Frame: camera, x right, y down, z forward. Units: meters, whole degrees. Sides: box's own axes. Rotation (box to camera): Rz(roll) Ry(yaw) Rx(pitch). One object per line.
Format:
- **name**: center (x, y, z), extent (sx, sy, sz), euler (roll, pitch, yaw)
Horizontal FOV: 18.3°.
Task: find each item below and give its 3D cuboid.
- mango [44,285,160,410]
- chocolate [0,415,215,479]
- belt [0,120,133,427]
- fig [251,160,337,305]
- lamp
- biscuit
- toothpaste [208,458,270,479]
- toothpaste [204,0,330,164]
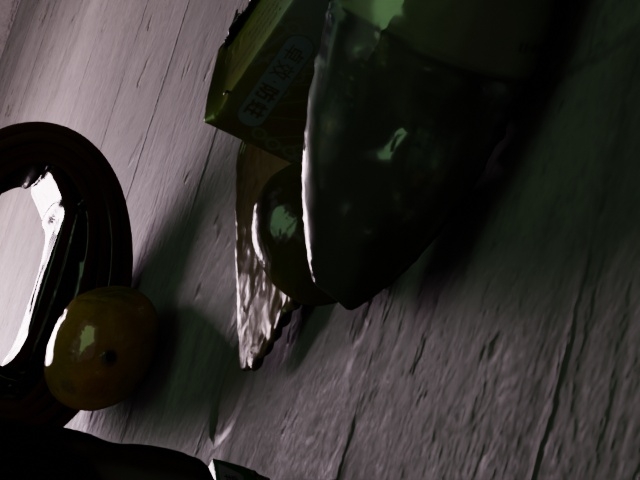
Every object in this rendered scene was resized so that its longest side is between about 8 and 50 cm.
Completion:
- **mango**: center (-0.162, 0.077, 1.450), extent (0.098, 0.075, 0.190), euler (-55, 10, -6)
- **chocolate**: center (-0.125, 0.203, 0.939), extent (0.283, 0.186, 0.283), euler (180, 90, -68)
- **belt**: center (-0.248, 0.036, 1.584), extent (0.105, 0.184, 0.261), euler (-23, 48, 68)
- **fig**: center (0.000, 0.000, 1.017), extent (0.088, 0.074, 0.074), euler (102, 177, -54)
- **lamp**: center (0.048, -0.085, 0.904), extent (0.101, 0.101, 0.250), euler (-114, 43, -68)
- **biscuit**: center (0.001, -0.068, 1.166), extent (0.232, 0.013, 0.237), euler (-57, 23, 33)
- **toothpaste**: center (-0.075, 0.204, 1.071), extent (0.043, 0.037, 0.178), euler (-104, 37, -66)
- **toothpaste**: center (0.048, -0.161, 0.991), extent (0.313, 0.089, 0.071), euler (-52, 19, 40)
